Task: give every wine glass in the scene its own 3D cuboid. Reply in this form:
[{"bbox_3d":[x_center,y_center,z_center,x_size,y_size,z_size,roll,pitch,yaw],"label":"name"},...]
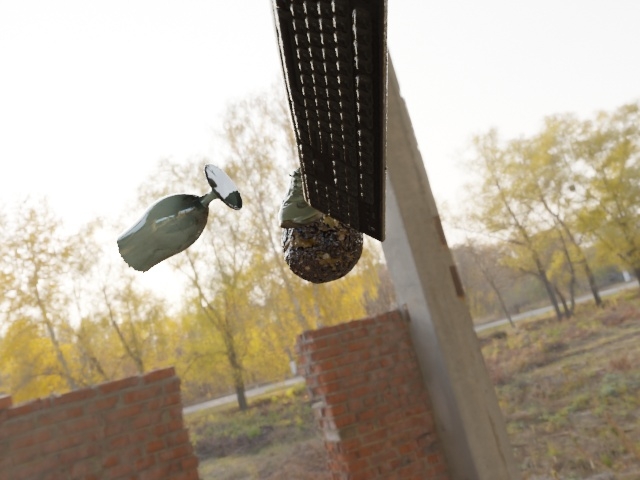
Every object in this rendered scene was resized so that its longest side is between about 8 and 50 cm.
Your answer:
[{"bbox_3d":[-0.229,-0.031,0.951,0.202,0.093,0.093,-35,-16,17],"label":"wine glass"}]

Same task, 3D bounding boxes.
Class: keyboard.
[{"bbox_3d":[0.011,-0.130,0.417,0.041,0.103,0.381,-48,-27,-31],"label":"keyboard"}]

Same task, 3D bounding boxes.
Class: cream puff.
[{"bbox_3d":[0.000,0.000,1.638,0.239,0.239,0.165,-17,-16,15],"label":"cream puff"}]

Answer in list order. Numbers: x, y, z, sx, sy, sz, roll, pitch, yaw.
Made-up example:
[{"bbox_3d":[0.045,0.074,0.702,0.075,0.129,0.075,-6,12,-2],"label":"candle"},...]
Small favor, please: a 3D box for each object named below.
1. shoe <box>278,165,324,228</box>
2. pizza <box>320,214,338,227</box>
[{"bbox_3d":[-0.031,-0.122,1.393,0.103,0.098,0.275,-11,31,26],"label":"shoe"},{"bbox_3d":[0.053,-0.167,1.289,0.071,0.297,0.189,21,-37,-14],"label":"pizza"}]
